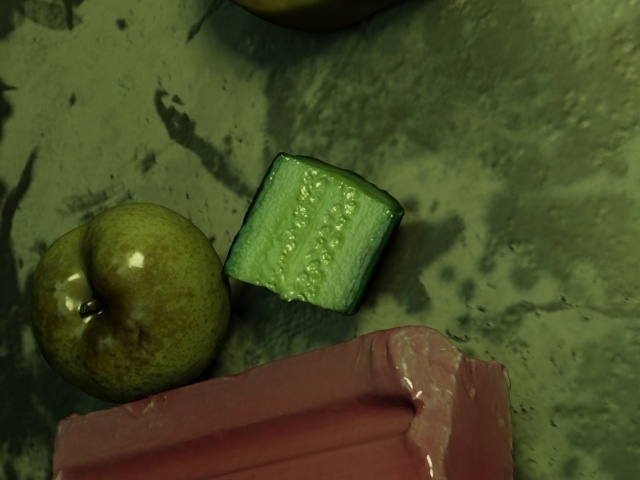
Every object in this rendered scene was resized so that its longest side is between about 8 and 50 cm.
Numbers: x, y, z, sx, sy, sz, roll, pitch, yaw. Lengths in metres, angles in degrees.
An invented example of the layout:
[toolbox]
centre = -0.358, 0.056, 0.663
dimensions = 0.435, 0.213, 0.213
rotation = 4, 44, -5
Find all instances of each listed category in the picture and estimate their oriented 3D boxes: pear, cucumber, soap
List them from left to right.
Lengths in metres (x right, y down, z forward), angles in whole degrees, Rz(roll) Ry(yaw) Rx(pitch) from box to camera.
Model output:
[pear]
centre = -0.156, 0.051, 1.189
dimensions = 0.167, 0.136, 0.167
rotation = 4, 100, 23
[soap]
centre = -0.039, 0.212, 1.066
dimensions = 0.360, 0.128, 0.233
rotation = -18, 56, 31
[cucumber]
centre = 0.000, 0.000, 1.158
dimensions = 0.116, 0.062, 0.115
rotation = 27, 99, 20

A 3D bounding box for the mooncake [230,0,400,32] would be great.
[mooncake]
centre = 0.009, -0.289, 1.155
dimensions = 0.235, 0.117, 0.234
rotation = -2, 87, 29
